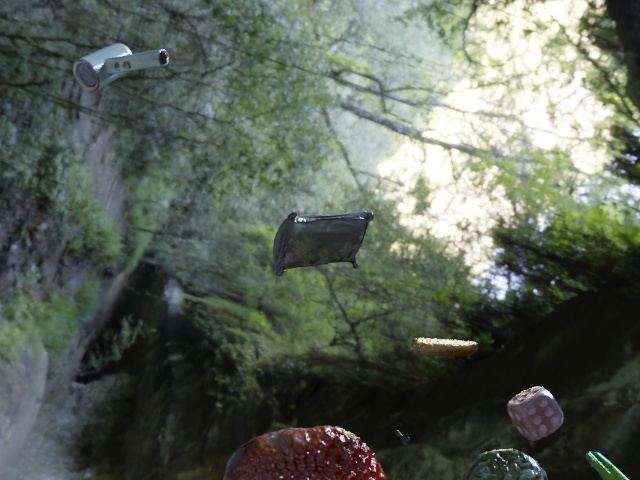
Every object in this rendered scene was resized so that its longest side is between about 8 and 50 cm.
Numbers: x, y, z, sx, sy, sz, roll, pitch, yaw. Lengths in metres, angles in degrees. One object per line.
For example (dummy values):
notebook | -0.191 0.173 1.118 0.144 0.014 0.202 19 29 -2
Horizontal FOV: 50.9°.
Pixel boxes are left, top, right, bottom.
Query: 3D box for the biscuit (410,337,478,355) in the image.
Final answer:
biscuit | 0.265 0.231 1.447 0.224 0.144 0.033 69 23 -85

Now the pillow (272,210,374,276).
pillow | 0.000 0.000 1.595 0.059 0.254 0.169 38 -56 50

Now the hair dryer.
hair dryer | -0.408 -0.387 1.439 0.131 0.236 0.073 -49 128 -45

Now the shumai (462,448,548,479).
shumai | 0.358 0.508 1.311 0.184 0.184 0.142 -69 169 19

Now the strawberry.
strawberry | -0.039 0.525 1.414 0.312 0.351 0.267 -59 -163 -5

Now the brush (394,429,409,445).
brush | 0.184 0.442 1.510 0.083 0.008 0.024 179 -79 -75

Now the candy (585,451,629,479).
candy | 0.529 0.430 1.184 0.032 0.178 0.102 -44 -135 4

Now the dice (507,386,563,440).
dice | 0.493 0.397 1.543 0.094 0.093 0.091 -31 176 -8
